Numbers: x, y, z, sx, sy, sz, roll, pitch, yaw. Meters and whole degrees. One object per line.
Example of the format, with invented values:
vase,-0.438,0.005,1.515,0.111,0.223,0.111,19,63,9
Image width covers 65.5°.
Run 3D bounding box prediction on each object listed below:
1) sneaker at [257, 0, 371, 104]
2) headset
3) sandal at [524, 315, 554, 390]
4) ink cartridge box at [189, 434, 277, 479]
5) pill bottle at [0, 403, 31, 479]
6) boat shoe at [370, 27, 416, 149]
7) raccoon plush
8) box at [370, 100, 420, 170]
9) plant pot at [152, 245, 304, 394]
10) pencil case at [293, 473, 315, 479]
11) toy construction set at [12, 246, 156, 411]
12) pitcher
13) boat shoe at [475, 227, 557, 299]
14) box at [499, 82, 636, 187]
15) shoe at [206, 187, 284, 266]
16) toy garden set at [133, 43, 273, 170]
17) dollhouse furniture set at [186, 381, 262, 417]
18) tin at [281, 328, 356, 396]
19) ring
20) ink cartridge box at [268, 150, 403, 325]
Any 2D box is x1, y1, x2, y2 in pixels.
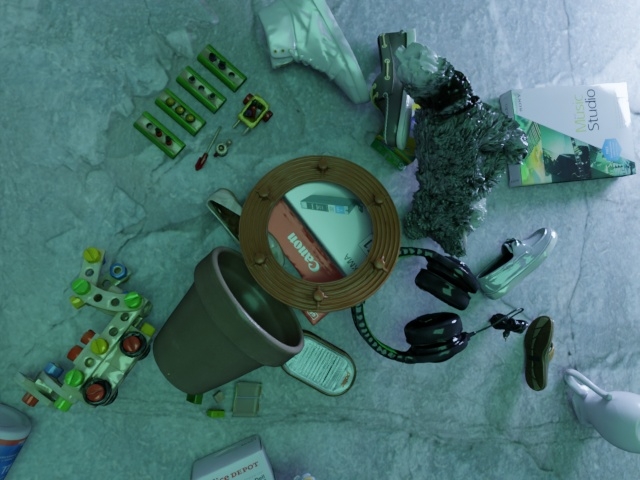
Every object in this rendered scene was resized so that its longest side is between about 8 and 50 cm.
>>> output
sneaker,-0.021,-0.401,1.098,0.169,0.108,0.293,-31,98,5
headset,0.259,0.150,1.095,0.393,0.185,0.244,12,89,-5
sandal,0.530,0.268,1.190,0.049,0.072,0.180,4,89,-25
ink cartridge box,-0.161,0.551,1.043,0.160,0.092,0.220,-22,93,-11
pill bottle,-0.662,0.435,0.941,0.124,0.124,0.222,28,85,-8
boat shoe,0.158,-0.333,1.091,0.091,0.109,0.305,3,68,12
raccoon plush,0.214,-0.155,1.020,0.446,0.216,0.299,24,96,-36
box,0.205,-0.258,1.154,0.105,0.043,0.179,37,84,-7
plant pot,-0.198,0.180,0.990,0.229,0.263,0.263,-40,96,10
pencil case,-0.112,0.556,0.947,0.273,0.113,0.124,-21,83,-12
toy construction set,-0.451,0.196,0.963,0.215,0.151,0.328,32,84,2
pitcher,0.662,0.383,1.138,0.125,0.207,0.178,-39,94,-9
boat shoe,0.461,0.038,1.174,0.227,0.079,0.081,-43,100,-5
box,0.607,-0.259,1.218,0.321,0.058,0.233,-7,90,-9
shoe,-0.162,-0.015,1.060,0.076,0.058,0.219,-40,94,18
toy garden set,-0.242,-0.272,1.070,0.203,0.049,0.244,40,82,-7
dollhouse furniture set,-0.207,0.340,1.076,0.151,0.058,0.076,12,79,-29
tin,-0.008,0.274,1.107,0.189,0.040,0.106,30,88,-8
ring,0.001,-0.022,1.016,0.336,0.032,0.337,1,75,-2
ink cartridge box,0.000,0.000,1.099,0.261,0.066,0.296,-40,96,-9
